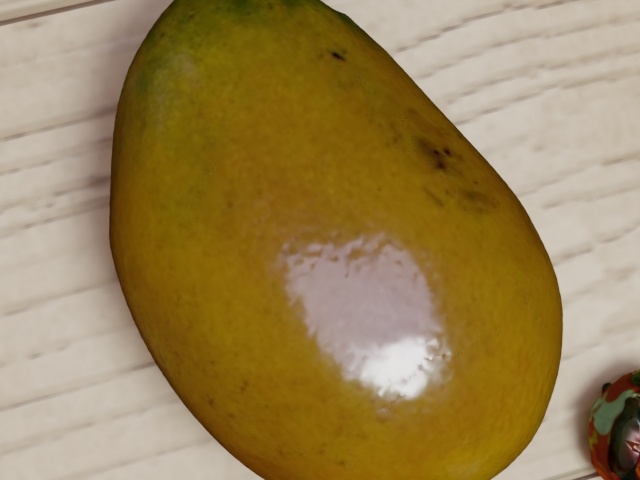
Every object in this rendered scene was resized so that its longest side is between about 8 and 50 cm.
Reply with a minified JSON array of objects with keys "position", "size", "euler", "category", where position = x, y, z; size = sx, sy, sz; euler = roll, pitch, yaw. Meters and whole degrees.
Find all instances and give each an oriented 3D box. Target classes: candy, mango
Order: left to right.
[{"position":[-0.003,0.005,0.598],"size":[0.151,0.120,0.221],"euler":[-41,88,-13],"category":"mango"},{"position":[0.135,0.146,0.661],"size":[0.055,0.049,0.185],"euler":[8,95,21],"category":"candy"}]
